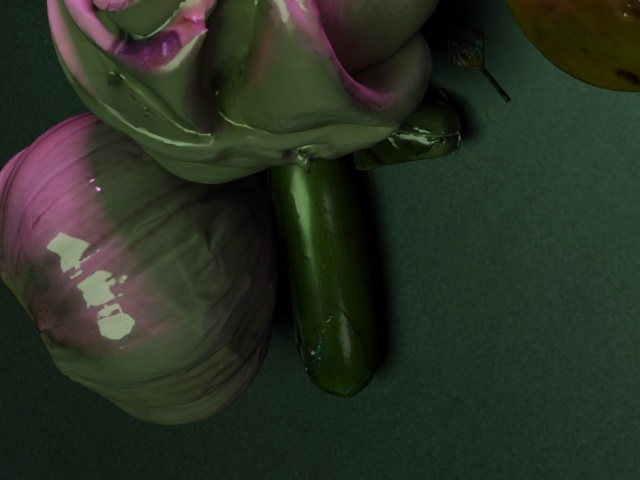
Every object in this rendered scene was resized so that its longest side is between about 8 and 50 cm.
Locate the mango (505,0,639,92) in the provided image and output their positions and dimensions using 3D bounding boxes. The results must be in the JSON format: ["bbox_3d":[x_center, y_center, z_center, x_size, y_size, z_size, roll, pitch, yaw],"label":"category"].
[{"bbox_3d":[0.242,-0.313,1.327,0.301,0.220,0.445,27,123,46],"label":"mango"}]

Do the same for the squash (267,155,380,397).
[{"bbox_3d":[0.002,0.000,1.805,0.087,0.087,0.331,8,117,38],"label":"squash"}]

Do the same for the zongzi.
[{"bbox_3d":[0.069,-0.126,1.700,0.109,0.055,0.119,-6,98,40],"label":"zongzi"}]

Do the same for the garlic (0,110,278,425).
[{"bbox_3d":[-0.168,0.006,1.834,0.317,0.259,0.317,60,171,17],"label":"garlic"}]

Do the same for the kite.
[{"bbox_3d":[0.136,-0.154,1.656,0.078,0.002,0.044,37,133,21],"label":"kite"}]

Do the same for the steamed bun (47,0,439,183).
[{"bbox_3d":[-0.076,-0.223,1.573,0.368,0.255,0.342,-10,83,35],"label":"steamed bun"}]
